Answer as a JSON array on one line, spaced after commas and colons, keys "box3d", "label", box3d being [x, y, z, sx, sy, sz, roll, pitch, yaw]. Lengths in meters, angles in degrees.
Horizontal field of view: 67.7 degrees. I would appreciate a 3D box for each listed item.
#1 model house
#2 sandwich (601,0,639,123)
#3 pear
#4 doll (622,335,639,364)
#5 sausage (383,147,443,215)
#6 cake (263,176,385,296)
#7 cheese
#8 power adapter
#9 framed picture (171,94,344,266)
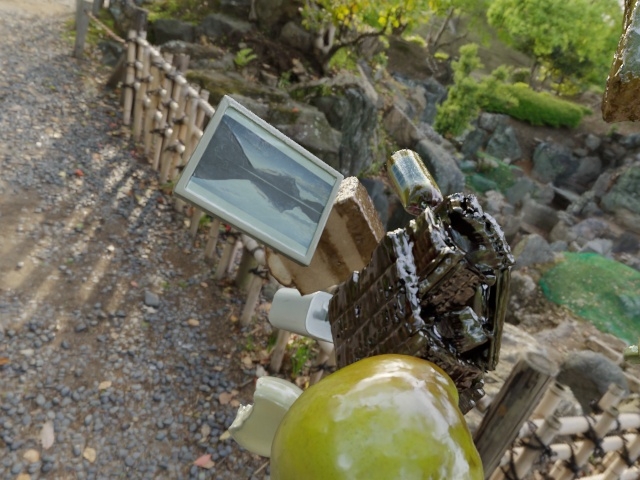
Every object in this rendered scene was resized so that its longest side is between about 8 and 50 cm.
[{"box3d": [0.172, 0.124, 0.706, 0.297, 0.317, 0.282, 49, 23, 10], "label": "model house"}, {"box3d": [0.498, -0.253, 0.522, 0.301, 0.271, 0.099, 10, -14, 24], "label": "sandwich"}, {"box3d": [0.053, 0.205, 0.447, 0.200, 0.200, 0.200, 17, 25, -8], "label": "pear"}, {"box3d": [0.414, 0.083, 0.413, 0.141, 0.117, 0.296, 23, -21, -25], "label": "doll"}, {"box3d": [0.283, -0.147, 1.397, 0.125, 0.117, 0.317, 21, 31, -21], "label": "sausage"}, {"box3d": [0.000, 0.000, 1.132, 0.196, 0.293, 0.199, 61, 14, -20], "label": "cake"}, {"box3d": [-0.047, 0.350, 0.892, 0.249, 0.163, 0.071, 19, 21, 11], "label": "cheese"}, {"box3d": [0.001, 0.213, 1.332, 0.187, 0.124, 0.255, 25, -17, -34], "label": "power adapter"}, {"box3d": [-0.072, -0.074, 0.630, 0.203, 0.150, 0.015, 31, -21, -24], "label": "framed picture"}]
